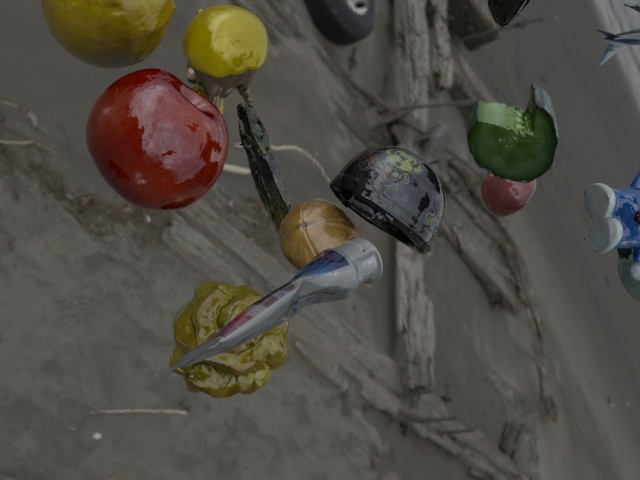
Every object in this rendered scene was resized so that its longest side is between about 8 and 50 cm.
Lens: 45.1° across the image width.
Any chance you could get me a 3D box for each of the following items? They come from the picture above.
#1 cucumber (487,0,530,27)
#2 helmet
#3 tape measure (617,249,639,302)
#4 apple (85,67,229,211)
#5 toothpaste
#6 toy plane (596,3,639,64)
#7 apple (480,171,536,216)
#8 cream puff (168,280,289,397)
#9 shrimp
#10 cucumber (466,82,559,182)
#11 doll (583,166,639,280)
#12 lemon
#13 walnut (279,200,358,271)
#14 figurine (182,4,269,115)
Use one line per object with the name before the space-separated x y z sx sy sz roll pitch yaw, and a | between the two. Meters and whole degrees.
cucumber | 0.288 -0.400 1.051 0.077 0.265 0.077 5 63 -11
helmet | 0.155 -0.093 1.533 0.160 0.230 0.279 -58 152 -1
tape measure | 0.720 0.126 1.572 0.164 0.084 0.330 -31 89 -28
apple | -0.297 -0.186 1.418 0.260 0.216 0.260 38 19 -15
toothpaste | -0.038 0.066 0.804 0.266 0.096 0.061 -27 84 -41
toy plane | 0.547 -0.322 1.200 0.226 0.226 0.058 19 71 -51
apple | 0.491 -0.141 2.024 0.120 0.153 0.153 45 39 -9
cream puff | -0.239 0.274 1.880 0.291 0.324 0.257 37 38 -8
shrimp | -0.130 -0.153 1.989 0.272 0.085 0.445 150 -80 -84
cucumber | 0.406 -0.219 1.620 0.191 0.191 0.130 61 23 -20
doll | 0.593 -0.035 1.352 0.161 0.257 0.215 132 -41 -82
lemon | -0.430 -0.493 1.554 0.316 0.285 0.285 96 5 -54
walnut | 0.000 0.000 1.609 0.197 0.165 0.165 59 30 -61
figurine | -0.240 -0.376 1.765 0.187 0.344 0.215 34 42 5
